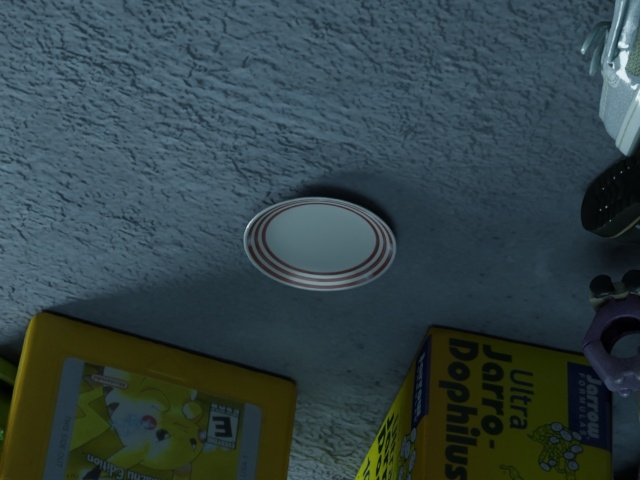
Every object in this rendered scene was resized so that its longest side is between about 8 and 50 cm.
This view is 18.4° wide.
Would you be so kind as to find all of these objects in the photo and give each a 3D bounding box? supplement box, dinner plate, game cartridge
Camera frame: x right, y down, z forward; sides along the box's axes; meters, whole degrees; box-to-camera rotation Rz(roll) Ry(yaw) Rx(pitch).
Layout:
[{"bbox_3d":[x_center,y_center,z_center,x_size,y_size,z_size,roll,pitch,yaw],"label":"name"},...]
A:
[{"bbox_3d":[0.151,0.278,2.018,0.195,0.194,0.356,11,141,-9],"label":"supplement box"},{"bbox_3d":[0.000,0.000,1.826,0.141,0.017,0.141,4,142,3],"label":"dinner plate"},{"bbox_3d":[-0.171,0.246,1.908,0.285,0.324,0.053,16,142,-15],"label":"game cartridge"}]

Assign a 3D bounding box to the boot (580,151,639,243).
[{"bbox_3d":[0.338,-0.042,1.703,0.137,0.077,0.198,21,152,-26],"label":"boot"}]

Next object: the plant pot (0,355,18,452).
[{"bbox_3d":[-0.351,0.258,2.036,0.227,0.207,0.228,-25,133,33],"label":"plant pot"}]

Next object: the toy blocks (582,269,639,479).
[{"bbox_3d":[0.414,0.193,1.798,0.288,0.260,0.309,-10,148,19],"label":"toy blocks"}]

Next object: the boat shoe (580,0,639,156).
[{"bbox_3d":[0.265,-0.192,1.498,0.118,0.103,0.320,-34,153,-24],"label":"boat shoe"}]
